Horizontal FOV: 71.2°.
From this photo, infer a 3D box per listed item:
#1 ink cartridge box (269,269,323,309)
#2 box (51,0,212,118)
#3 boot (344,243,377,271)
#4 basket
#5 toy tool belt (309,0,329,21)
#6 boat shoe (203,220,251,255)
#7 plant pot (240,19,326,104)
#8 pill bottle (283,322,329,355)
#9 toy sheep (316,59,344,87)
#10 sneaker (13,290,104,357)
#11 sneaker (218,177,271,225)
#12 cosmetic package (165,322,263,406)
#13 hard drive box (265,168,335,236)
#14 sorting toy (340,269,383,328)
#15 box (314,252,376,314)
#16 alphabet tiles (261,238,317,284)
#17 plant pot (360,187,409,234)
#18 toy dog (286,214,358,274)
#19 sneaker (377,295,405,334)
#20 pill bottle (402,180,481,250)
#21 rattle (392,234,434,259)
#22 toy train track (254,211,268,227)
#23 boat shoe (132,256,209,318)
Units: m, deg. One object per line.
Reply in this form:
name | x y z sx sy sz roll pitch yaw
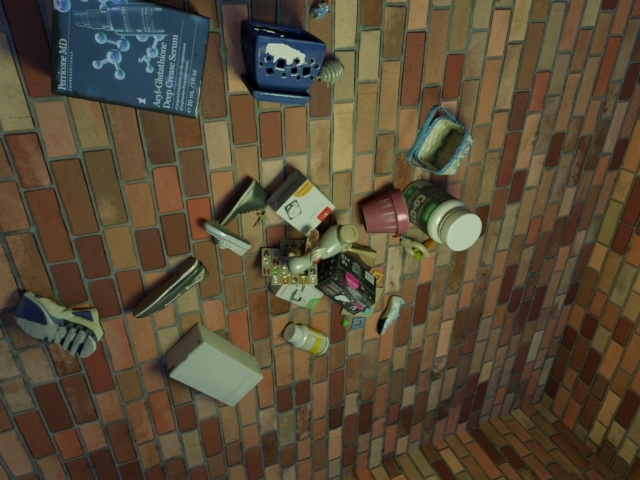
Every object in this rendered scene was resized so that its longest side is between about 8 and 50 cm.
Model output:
ink cartridge box | -0.093 0.200 2.010 0.220 0.092 0.160 26 103 -34
box | -0.550 -0.555 1.309 0.396 0.212 0.293 3 116 -26
boot | 0.125 0.111 2.066 0.249 0.090 0.206 18 114 -24
basket | 0.501 -0.409 1.879 0.289 0.201 0.254 11 113 -40
toy tool belt | 0.005 -0.791 1.531 0.083 0.051 0.052 -46 126 4
boat shoe | -0.378 0.001 1.774 0.226 0.083 0.075 31 100 -35
plant pot | -0.138 -0.581 1.479 0.236 0.236 0.211 -2 124 -23
pill bottle | -0.070 0.473 2.157 0.209 0.117 0.117 29 102 -34
toy sheep | 0.035 -0.610 1.626 0.132 0.091 0.091 -36 128 -26
sneaker | -0.941 0.301 1.659 0.316 0.182 0.127 33 99 -5
sneaker | -0.292 -0.125 1.744 0.222 0.083 0.118 -49 126 5
cosmetic package | -0.469 0.562 2.002 0.217 0.156 0.385 -43 125 2
hard drive box | -0.075 -0.148 1.795 0.181 0.089 0.232 -46 142 5
sorting toy | 0.216 0.309 2.242 0.196 0.047 0.347 10 112 -29
box | 0.114 0.186 1.988 0.247 0.163 0.142 39 126 -24
alphabet tiles | -0.131 0.092 1.901 0.238 0.009 0.198 1 76 -14
plant pot | 0.276 -0.113 1.959 0.181 0.201 0.201 -12 123 0
toy dog | 0.000 0.000 1.845 0.334 0.160 0.220 -21 164 -42
sneaker | 0.367 0.398 2.335 0.086 0.085 0.237 19 108 -16
pill bottle | 0.518 -0.112 1.955 0.205 0.361 0.204 -11 120 -19
rattle | 0.460 -0.008 2.169 0.200 0.130 0.142 40 85 -9
toy train track | -0.247 -0.086 1.831 0.048 0.014 0.083 25 110 -41
boat shoe | -0.589 0.209 1.776 0.335 0.112 0.095 -41 121 -3
